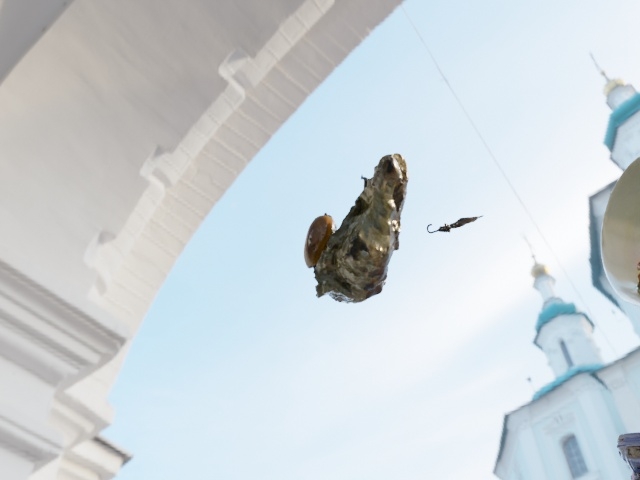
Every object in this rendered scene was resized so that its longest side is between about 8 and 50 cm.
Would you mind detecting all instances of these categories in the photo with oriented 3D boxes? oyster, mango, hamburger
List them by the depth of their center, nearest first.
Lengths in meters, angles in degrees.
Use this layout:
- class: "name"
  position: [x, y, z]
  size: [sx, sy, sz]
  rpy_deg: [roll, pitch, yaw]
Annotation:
- class: "hamburger"
  position: [0.556, -0.010, 1.095]
  size: [0.294, 0.179, 0.276]
  rpy_deg: [25, -95, -42]
- class: "oyster"
  position: [0.102, -0.019, 1.499]
  size: [0.133, 0.197, 0.337]
  rpy_deg: [20, -79, 26]
- class: "mango"
  position: [0.000, 0.000, 1.539]
  size: [0.063, 0.127, 0.077]
  rpy_deg: [17, -28, 1]

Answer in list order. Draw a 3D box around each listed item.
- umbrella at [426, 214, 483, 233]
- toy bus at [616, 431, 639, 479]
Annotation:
- class: "umbrella"
  position: [0.235, -0.027, 1.266]
  size: [0.122, 0.013, 0.022]
  rpy_deg: [-11, -89, -25]
- class: "toy bus"
  position: [0.703, 0.476, 1.404]
  size: [0.292, 0.133, 0.125]
  rpy_deg: [33, -29, -15]
